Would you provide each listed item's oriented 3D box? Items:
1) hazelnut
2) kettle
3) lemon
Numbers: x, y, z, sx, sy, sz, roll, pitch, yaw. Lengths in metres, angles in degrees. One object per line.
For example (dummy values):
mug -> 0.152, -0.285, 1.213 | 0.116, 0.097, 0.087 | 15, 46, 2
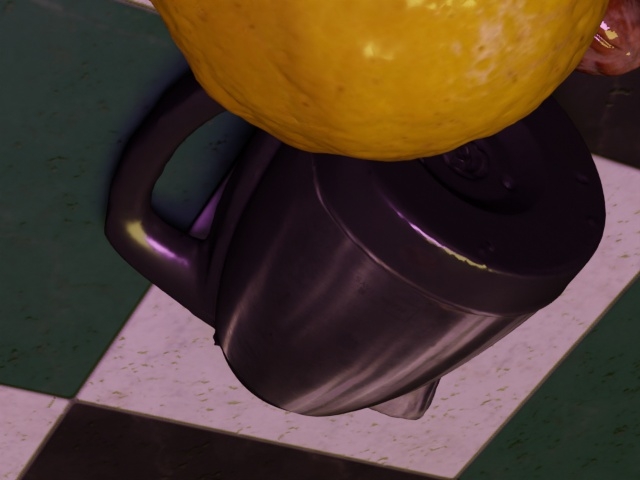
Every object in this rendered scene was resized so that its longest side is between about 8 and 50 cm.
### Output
hazelnut -> 0.175, -0.140, 1.198 | 0.086, 0.086, 0.086 | -8, 137, -8
kettle -> 0.010, 0.013, 1.228 | 0.251, 0.207, 0.271 | 7, 141, -32
lemon -> 0.026, -0.190, 0.965 | 0.285, 0.285, 0.316 | -9, 162, -7
